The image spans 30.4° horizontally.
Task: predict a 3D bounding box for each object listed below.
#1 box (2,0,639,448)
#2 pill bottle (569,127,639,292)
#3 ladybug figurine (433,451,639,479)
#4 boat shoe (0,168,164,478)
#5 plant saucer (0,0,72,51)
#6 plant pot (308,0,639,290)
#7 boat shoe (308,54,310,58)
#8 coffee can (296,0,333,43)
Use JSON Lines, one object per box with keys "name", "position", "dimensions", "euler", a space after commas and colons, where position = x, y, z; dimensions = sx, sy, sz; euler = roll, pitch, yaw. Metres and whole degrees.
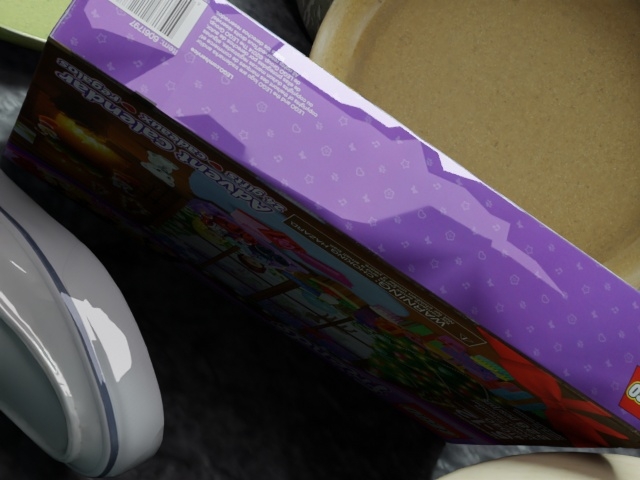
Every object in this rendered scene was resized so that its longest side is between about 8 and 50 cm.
{"name": "box", "position": [0.000, 0.000, 0.546], "dimensions": [0.293, 0.201, 0.057], "euler": [34, 73, -12]}
{"name": "pill bottle", "position": [0.258, 0.008, 0.780], "dimensions": [0.283, 0.161, 0.161], "euler": [25, 44, -21]}
{"name": "ladybug figurine", "position": [0.146, 0.250, 0.487], "dimensions": [0.449, 0.162, 0.305], "euler": [23, 45, -24]}
{"name": "boat shoe", "position": [-0.171, 0.007, 0.495], "dimensions": [0.258, 0.095, 0.084], "euler": [45, 44, 17]}
{"name": "plant saucer", "position": [-0.173, -0.193, 0.688], "dimensions": [0.241, 0.037, 0.241], "euler": [22, 46, -25]}
{"name": "plant pot", "position": [0.108, -0.071, 0.658], "dimensions": [0.236, 0.236, 0.032], "euler": [47, 5, 3]}
{"name": "boat shoe", "position": [0.017, -0.061, 0.729], "dimensions": [0.045, 0.050, 0.135], "euler": [13, 60, -36]}
{"name": "coffee can", "position": [0.143, -0.207, 0.832], "dimensions": [0.275, 0.201, 0.201], "euler": [-18, 69, -45]}
